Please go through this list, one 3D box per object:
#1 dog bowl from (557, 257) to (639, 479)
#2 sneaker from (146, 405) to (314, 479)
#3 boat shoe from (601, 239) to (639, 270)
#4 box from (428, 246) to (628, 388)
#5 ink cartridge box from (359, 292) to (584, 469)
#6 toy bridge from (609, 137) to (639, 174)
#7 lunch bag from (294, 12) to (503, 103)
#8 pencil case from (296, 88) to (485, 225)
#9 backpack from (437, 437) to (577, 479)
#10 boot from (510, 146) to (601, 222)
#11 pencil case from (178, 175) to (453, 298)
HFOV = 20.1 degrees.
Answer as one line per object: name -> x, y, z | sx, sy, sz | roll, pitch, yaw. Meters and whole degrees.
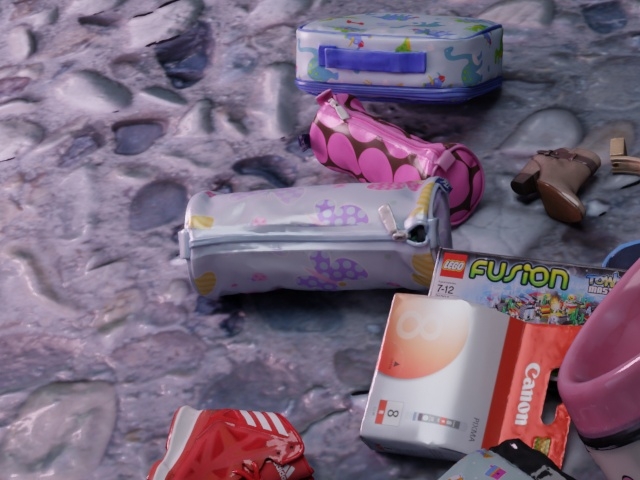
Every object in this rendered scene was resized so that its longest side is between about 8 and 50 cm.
dog bowl -> 0.351, 0.049, 1.383 | 0.408, 0.150, 0.408 | -45, 3, 3
sneaker -> -0.075, 0.214, 1.553 | 0.128, 0.087, 0.221 | -7, 37, 11
boat shoe -> 0.387, 0.043, 1.649 | 0.258, 0.109, 0.089 | -15, 39, 27
box -> 0.196, 0.075, 1.651 | 0.207, 0.036, 0.114 | 6, 74, 26
ink cartridge box -> 0.135, 0.125, 1.599 | 0.179, 0.045, 0.145 | 3, 63, 26
toy bridge -> 0.395, -0.085, 1.867 | 0.188, 0.026, 0.063 | -3, 39, 14
lunch bag -> 0.088, -0.206, 2.039 | 0.219, 0.090, 0.176 | 5, 13, 21
pencil case -> 0.077, -0.091, 1.917 | 0.095, 0.098, 0.209 | -36, 41, -28
backpack -> 0.125, 0.245, 1.419 | 0.182, 0.115, 0.152 | -34, 42, -23
boot -> 0.258, -0.064, 1.869 | 0.087, 0.042, 0.118 | -30, 39, -26
pencil case -> 0.000, 0.000, 1.799 | 0.273, 0.114, 0.124 | -2, 14, 17
